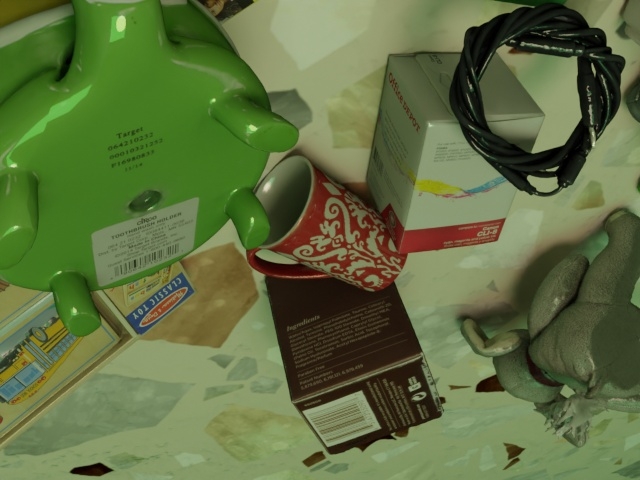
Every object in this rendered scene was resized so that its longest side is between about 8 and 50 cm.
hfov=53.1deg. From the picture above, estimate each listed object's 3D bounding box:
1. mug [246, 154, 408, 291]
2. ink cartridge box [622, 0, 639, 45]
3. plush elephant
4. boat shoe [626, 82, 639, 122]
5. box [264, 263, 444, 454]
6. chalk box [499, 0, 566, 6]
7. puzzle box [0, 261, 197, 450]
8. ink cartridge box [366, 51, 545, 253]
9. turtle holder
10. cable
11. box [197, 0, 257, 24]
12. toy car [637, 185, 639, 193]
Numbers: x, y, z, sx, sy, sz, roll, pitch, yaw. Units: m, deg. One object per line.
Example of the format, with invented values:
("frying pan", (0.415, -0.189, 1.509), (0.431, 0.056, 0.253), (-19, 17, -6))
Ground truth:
("mug", (0.003, -0.009, 0.763), (0.169, 0.113, 0.150), (27, 155, -34))
("ink cartridge box", (0.441, -0.285, 0.488), (0.160, 0.279, 0.385), (-7, 137, -13))
("plush elephant", (0.378, 0.166, 0.981), (0.330, 0.255, 0.272), (-41, 97, -21))
("boat shoe", (0.516, -0.171, 0.788), (0.319, 0.116, 0.099), (-2, 179, -25))
("box", (0.043, 0.140, 0.856), (0.167, 0.203, 0.168), (-21, 138, 4))
("chalk box", (0.214, -0.302, 0.468), (0.180, 0.179, 0.289), (0, 134, -17))
("puzzle box", (-0.343, 0.092, 0.656), (0.409, 0.052, 0.272), (-41, 142, -18))
("ink cartridge box", (0.136, -0.096, 0.694), (0.127, 0.128, 0.176), (-6, 137, -12))
("turtle holder", (-0.176, -0.099, 0.463), (0.243, 0.227, 0.320), (-34, 159, 2))
("cable", (0.194, -0.130, 0.567), (0.184, 0.047, 0.150), (35, 102, -28))
("box", (-0.033, -0.264, 0.517), (0.232, 0.058, 0.087), (-28, 135, 12))
("toy car", (0.495, -0.077, 0.807), (0.239, 0.053, 0.225), (0, 168, -11))
